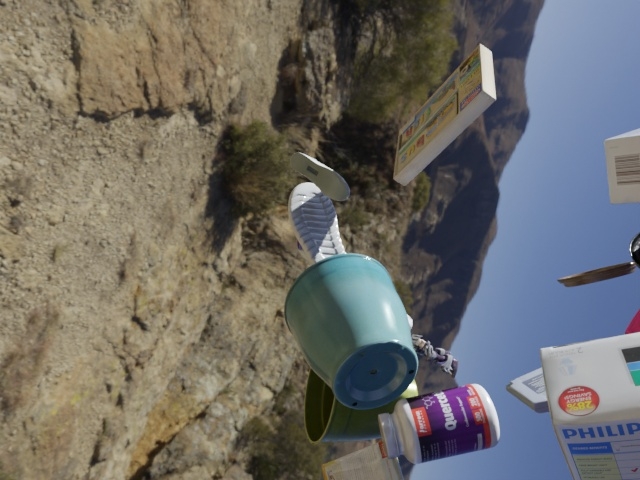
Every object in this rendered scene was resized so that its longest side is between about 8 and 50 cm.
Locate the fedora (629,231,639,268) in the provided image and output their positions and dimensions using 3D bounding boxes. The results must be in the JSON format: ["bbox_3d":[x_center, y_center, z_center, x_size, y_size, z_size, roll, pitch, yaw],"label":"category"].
[{"bbox_3d":[1.193,0.013,1.592,0.153,0.333,0.334,84,20,-44],"label":"fedora"}]

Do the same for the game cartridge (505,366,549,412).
[{"bbox_3d":[0.883,0.546,1.860,0.198,0.296,0.062,-139,-148,-69],"label":"game cartridge"}]

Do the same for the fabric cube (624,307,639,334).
[{"bbox_3d":[1.000,0.225,1.251,0.259,0.258,0.254,21,103,-40],"label":"fabric cube"}]

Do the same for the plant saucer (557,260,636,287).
[{"bbox_3d":[1.032,0.129,1.837,0.278,0.277,0.041,36,40,-78],"label":"plant saucer"}]

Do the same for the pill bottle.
[{"bbox_3d":[0.339,0.538,1.439,0.181,0.322,0.182,169,-90,-88],"label":"pill bottle"}]

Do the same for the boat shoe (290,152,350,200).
[{"bbox_3d":[0.008,-0.208,1.575,0.079,0.227,0.081,-57,167,19],"label":"boat shoe"}]

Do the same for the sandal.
[{"bbox_3d":[-0.014,0.002,1.649,0.102,0.169,0.417,-51,-127,57],"label":"sandal"}]

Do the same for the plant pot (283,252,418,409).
[{"bbox_3d":[0.079,0.207,1.068,0.255,0.271,0.272,-120,-149,-57],"label":"plant pot"}]

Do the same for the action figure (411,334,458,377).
[{"bbox_3d":[0.413,0.443,1.955,0.099,0.284,0.185,-66,-162,-10],"label":"action figure"}]

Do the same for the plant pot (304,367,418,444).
[{"bbox_3d":[0.160,0.585,1.850,0.366,0.352,0.367,-168,-90,-75],"label":"plant pot"}]

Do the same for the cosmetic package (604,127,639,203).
[{"bbox_3d":[1.190,-0.286,1.752,0.452,0.161,0.230,-20,102,-37],"label":"cosmetic package"}]

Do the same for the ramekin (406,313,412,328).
[{"bbox_3d":[0.199,0.264,1.721,0.127,0.272,0.273,-54,169,3],"label":"ramekin"}]

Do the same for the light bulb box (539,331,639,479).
[{"bbox_3d":[0.689,0.390,1.012,0.361,0.357,0.225,62,27,-22],"label":"light bulb box"}]

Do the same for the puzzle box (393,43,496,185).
[{"bbox_3d":[0.377,-0.385,1.550,0.409,0.052,0.272,-46,-157,44],"label":"puzzle box"}]

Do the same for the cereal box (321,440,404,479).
[{"bbox_3d":[0.131,0.731,1.499,0.047,0.240,0.173,54,15,-42],"label":"cereal box"}]
